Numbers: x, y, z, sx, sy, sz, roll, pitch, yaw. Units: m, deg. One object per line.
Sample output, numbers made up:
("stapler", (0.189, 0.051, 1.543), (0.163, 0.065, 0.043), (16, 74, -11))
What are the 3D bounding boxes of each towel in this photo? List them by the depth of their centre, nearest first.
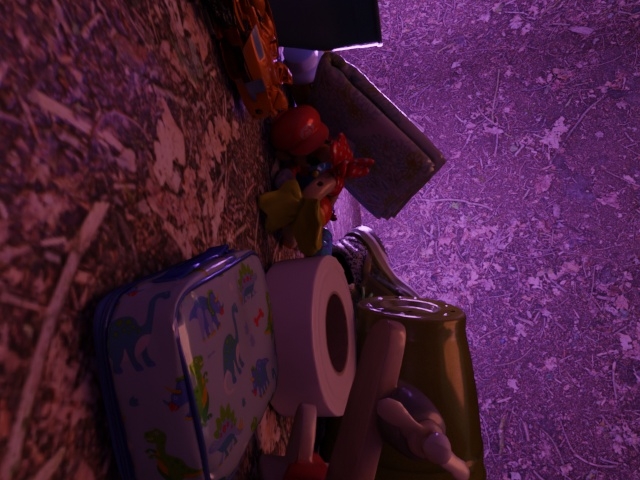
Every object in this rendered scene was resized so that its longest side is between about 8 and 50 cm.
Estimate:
("towel", (0.109, -0.242, 1.092), (0.374, 0.090, 0.320), (45, -23, 4))

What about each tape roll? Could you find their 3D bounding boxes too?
("tape roll", (-0.013, 0.169, 0.786), (0.286, 0.100, 0.286), (-8, 90, -73))

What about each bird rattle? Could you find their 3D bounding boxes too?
("bird rattle", (-0.013, -0.085, 0.855), (0.253, 0.143, 0.207), (-55, 175, -31))

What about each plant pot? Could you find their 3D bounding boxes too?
("plant pot", (-0.015, -0.532, 0.916), (0.271, 0.255, 0.272), (-8, 90, -81))
("plant pot", (0.190, 0.315, 0.962), (0.366, 0.366, 0.353), (-16, 110, -80))

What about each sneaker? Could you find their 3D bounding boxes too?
("sneaker", (0.133, 0.149, 1.180), (0.410, 0.182, 0.158), (56, -39, 25))

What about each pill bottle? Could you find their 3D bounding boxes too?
("pill bottle", (-0.031, -0.433, 1.153), (0.215, 0.117, 0.117), (57, 28, -68))

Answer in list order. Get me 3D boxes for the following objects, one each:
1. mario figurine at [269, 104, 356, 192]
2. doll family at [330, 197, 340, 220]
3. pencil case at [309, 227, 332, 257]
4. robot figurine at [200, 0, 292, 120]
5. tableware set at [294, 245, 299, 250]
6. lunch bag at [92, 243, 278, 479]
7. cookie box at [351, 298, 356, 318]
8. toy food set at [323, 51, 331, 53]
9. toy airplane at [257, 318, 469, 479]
("mario figurine", (-0.006, -0.166, 0.968), (0.320, 0.170, 0.198), (64, 23, -65))
("doll family", (0.023, -0.139, 1.399), (0.193, 0.076, 0.111), (-74, 160, -54))
("pencil case", (-0.004, 0.039, 1.118), (0.070, 0.064, 0.152), (31, 40, -26))
("robot figurine", (-0.121, -0.359, 0.688), (0.211, 0.085, 0.291), (-88, 167, -46))
("tableware set", (-0.011, -0.051, 1.025), (0.169, 0.020, 0.141), (-62, 170, 20))
("lunch bag", (-0.108, 0.101, 0.410), (0.219, 0.090, 0.176), (-50, 133, -77))
("cookie box", (0.065, 0.210, 1.261), (0.040, 0.107, 0.092), (34, 49, -75))
("toy food set", (-0.026, -0.501, 1.255), (0.218, 0.128, 0.071), (61, 9, -68))
("toy airplane", (0.027, 0.338, 0.467), (0.384, 0.272, 0.386), (-69, 169, -49))
